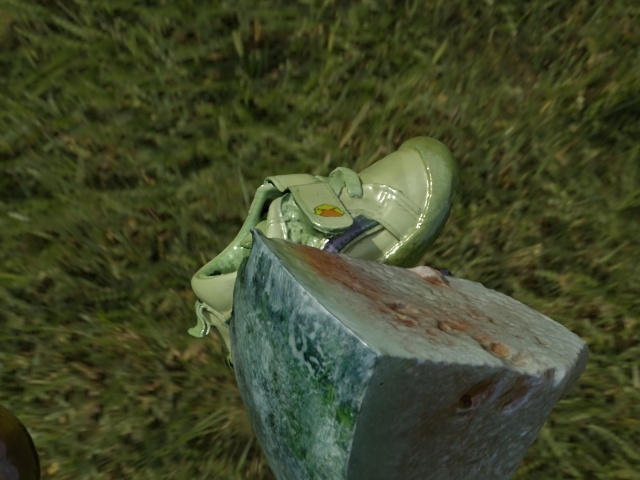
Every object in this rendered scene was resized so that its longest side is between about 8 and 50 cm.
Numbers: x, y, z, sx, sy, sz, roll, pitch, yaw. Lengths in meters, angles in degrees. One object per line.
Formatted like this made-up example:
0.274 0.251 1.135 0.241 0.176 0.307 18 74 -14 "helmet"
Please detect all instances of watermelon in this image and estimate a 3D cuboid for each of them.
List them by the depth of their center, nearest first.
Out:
0.080 0.118 1.169 0.258 0.387 0.228 -26 50 -7 "watermelon"

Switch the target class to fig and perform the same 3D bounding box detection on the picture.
-0.167 0.105 0.727 0.074 0.088 0.074 -2 101 -8 "fig"

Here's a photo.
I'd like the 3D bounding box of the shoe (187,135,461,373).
0.005 0.005 1.294 0.262 0.140 0.128 -46 122 -1 "shoe"
